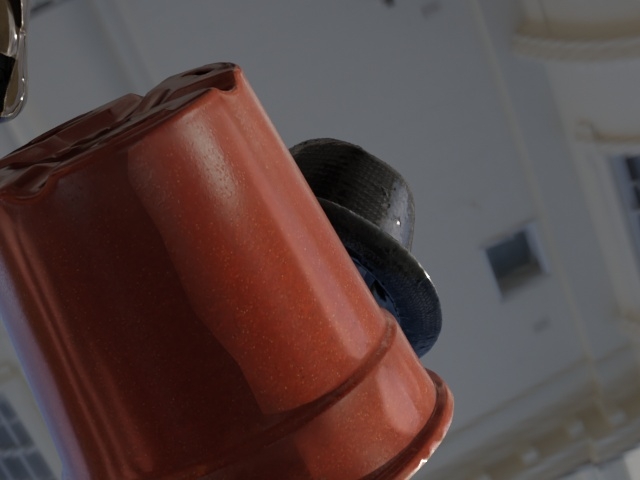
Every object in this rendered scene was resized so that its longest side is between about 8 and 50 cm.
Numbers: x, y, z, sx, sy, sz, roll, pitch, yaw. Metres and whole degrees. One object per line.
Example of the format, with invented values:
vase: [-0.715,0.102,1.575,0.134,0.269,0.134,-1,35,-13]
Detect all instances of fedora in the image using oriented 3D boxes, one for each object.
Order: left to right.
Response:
fedora: [0.000,0.000,1.619,0.334,0.334,0.152,4,-126,36]

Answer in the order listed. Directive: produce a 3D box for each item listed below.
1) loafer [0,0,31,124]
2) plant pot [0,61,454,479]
loafer: [-0.313,-0.204,1.473,0.080,0.220,0.078,-4,-151,-2]
plant pot: [-0.090,0.043,1.009,0.272,0.265,0.272,-24,-165,7]
